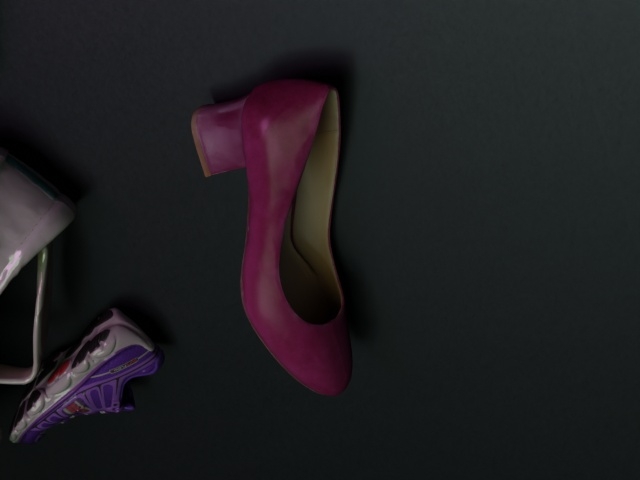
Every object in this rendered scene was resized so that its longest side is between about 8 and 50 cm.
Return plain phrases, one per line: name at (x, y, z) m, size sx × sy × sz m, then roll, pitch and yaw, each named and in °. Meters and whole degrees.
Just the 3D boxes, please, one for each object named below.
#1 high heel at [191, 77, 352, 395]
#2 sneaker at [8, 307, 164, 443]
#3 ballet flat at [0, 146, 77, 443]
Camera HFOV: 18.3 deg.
high heel at (0.000, 0.000, 1.418) m, size 0.117 × 0.082 × 0.244 m, roll -8°, pitch 106°, yaw 37°
sneaker at (-0.188, 0.124, 1.586) m, size 0.071 × 0.068 × 0.170 m, roll 38°, pitch 130°, yaw -19°
ballet flat at (-0.293, 0.110, 1.554) m, size 0.139 × 0.139 × 0.400 m, roll 26°, pitch 115°, yaw 3°
